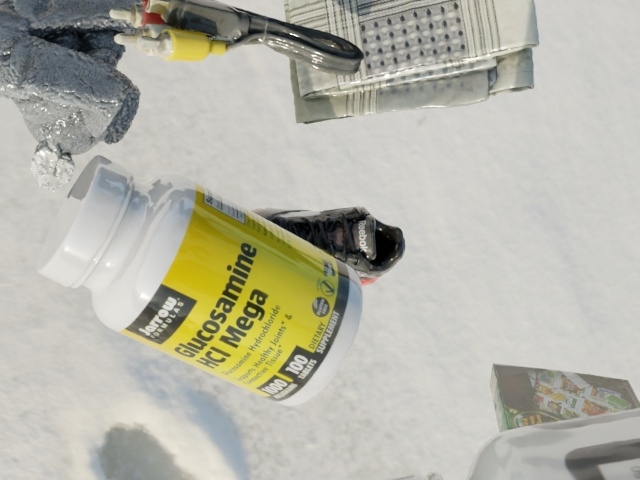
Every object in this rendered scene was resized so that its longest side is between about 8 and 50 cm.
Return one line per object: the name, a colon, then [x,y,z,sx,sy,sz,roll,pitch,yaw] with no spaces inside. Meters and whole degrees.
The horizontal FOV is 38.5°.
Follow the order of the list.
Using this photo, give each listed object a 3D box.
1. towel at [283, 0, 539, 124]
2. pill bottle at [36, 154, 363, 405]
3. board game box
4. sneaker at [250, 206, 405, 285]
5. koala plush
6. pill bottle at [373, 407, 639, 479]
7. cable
towel: [0.098,-0.316,1.125,0.056,0.312,0.325,-5,87,-77]
pill bottle: [-0.133,0.043,1.031,0.333,0.188,0.188,28,70,-22]
board game box: [0.223,0.174,0.782,0.260,0.136,0.030,-69,167,-73]
sneaker: [0.000,0.000,1.233,0.276,0.135,0.098,9,71,-33]
koala plush: [-0.314,-0.183,1.115,0.203,0.221,0.196,6,63,-8]
pill bottle: [0.197,0.191,0.497,0.360,0.204,0.204,-8,96,-2]
cable: [-0.095,-0.227,1.028,0.287,0.139,0.072,7,120,-35]
